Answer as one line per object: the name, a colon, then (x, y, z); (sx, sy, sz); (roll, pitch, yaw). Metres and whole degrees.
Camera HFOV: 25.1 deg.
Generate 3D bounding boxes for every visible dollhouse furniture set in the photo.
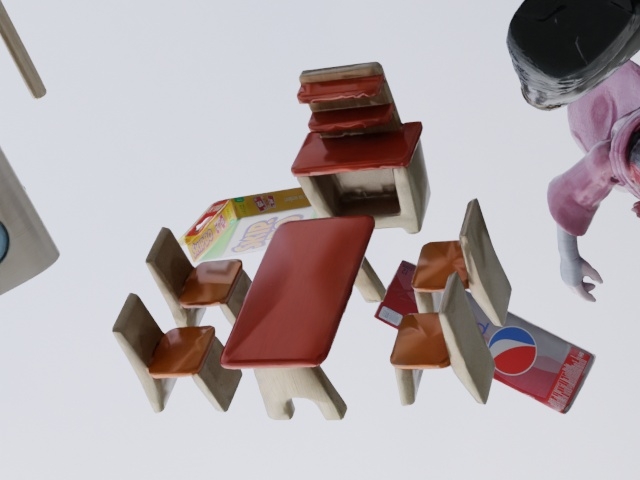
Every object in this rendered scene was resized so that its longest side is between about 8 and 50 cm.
dollhouse furniture set: (0.000, 0.000, 1.066); (0.259, 0.262, 0.135); (-69, -34, -44)

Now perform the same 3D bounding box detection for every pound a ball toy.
pound a ball toy: (-0.345, -0.114, 1.377); (0.319, 0.208, 0.136); (65, 171, -21)

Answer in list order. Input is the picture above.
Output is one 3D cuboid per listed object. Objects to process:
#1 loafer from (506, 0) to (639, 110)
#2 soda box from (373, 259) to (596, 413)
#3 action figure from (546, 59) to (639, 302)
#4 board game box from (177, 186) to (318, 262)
loafer: (0.156, -0.131, 0.710); (0.062, 0.170, 0.061); (47, 171, 19)
soda box: (0.203, 0.118, 1.770); (0.083, 0.263, 0.092); (-63, -13, 2)
action figure: (0.325, -0.089, 1.272); (0.370, 0.248, 0.276); (-31, -65, -74)
board game box: (-0.048, -0.027, 1.785); (0.259, 0.124, 0.039); (-8, -112, -35)
